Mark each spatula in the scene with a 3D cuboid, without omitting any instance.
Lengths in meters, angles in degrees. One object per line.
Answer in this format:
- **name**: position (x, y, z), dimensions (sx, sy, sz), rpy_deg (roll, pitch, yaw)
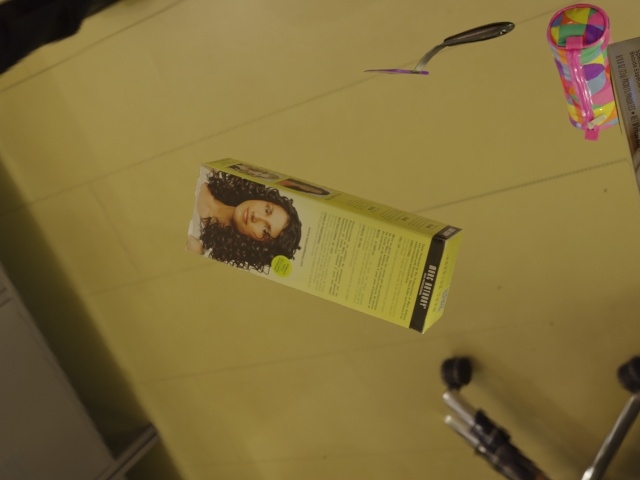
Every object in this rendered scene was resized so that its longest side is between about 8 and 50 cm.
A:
- **spatula**: position (0.177, -0.282, 1.510), dimensions (0.296, 0.084, 0.030), rpy_deg (-15, 81, 53)

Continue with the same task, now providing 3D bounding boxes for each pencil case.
- **pencil case**: position (0.422, -0.264, 1.580), dimensions (0.104, 0.104, 0.236), rpy_deg (10, 154, 31)

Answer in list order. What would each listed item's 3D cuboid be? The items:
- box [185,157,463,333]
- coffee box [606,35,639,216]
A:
- **box**: position (0.000, 0.000, 0.874), dimensions (0.232, 0.058, 0.087), rpy_deg (17, 107, 18)
- **coffee box**: position (0.294, -0.037, 0.705), dimensions (0.141, 0.247, 0.098), rpy_deg (-11, 144, 17)
